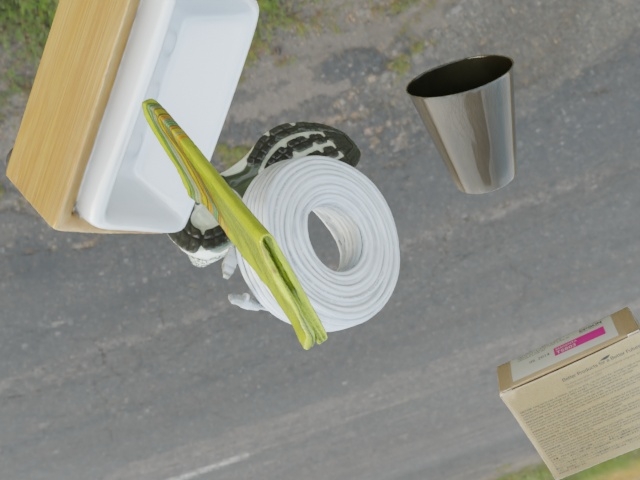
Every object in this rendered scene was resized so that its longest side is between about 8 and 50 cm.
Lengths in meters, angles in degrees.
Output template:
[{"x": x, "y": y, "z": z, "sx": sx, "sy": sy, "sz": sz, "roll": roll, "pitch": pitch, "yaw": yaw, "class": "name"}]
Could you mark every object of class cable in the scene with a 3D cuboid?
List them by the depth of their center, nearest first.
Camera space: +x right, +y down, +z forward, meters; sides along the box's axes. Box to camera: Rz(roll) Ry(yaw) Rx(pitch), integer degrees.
[{"x": 0.000, "y": 0.000, "z": 1.101, "sx": 0.257, "sy": 0.257, "sz": 0.089, "roll": 24, "pitch": 150, "yaw": -30, "class": "cable"}]

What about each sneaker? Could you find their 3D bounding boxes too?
[{"x": -0.108, "y": -0.082, "z": 1.473, "sx": 0.410, "sy": 0.158, "sz": 0.182, "roll": -30, "pitch": 163, "yaw": -20, "class": "sneaker"}]

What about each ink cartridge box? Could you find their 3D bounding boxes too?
[{"x": 0.427, "y": 0.243, "z": 1.227, "sx": 0.235, "sy": 0.088, "sz": 0.193, "roll": -29, "pitch": 105, "yaw": 18, "class": "ink cartridge box"}]

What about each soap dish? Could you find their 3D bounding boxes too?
[{"x": -0.179, "y": -0.152, "z": 0.775, "sx": 0.118, "sy": 0.291, "sz": 0.229, "roll": 20, "pitch": -176, "yaw": 12, "class": "soap dish"}]

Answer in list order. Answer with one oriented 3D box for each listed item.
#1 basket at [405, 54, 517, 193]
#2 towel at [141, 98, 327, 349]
[{"x": 0.295, "y": -0.217, "z": 1.503, "sx": 0.204, "sy": 0.154, "sz": 0.227, "roll": -9, "pitch": 124, "yaw": 24, "class": "basket"}, {"x": -0.070, "y": -0.021, "z": 0.556, "sx": 0.021, "sy": 0.237, "sz": 0.102, "roll": -34, "pitch": 129, "yaw": -8, "class": "towel"}]
